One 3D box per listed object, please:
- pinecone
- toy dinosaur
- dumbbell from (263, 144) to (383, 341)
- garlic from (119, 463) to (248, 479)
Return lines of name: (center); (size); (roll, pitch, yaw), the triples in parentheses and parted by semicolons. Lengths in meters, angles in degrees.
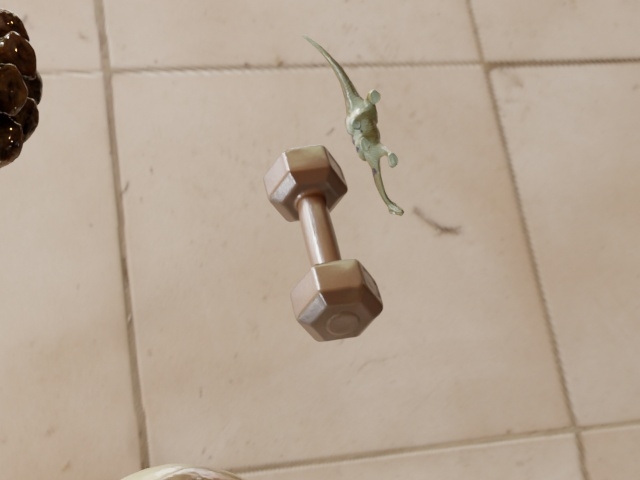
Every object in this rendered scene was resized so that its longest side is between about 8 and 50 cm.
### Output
pinecone: (-0.338, -0.131, 0.933); (0.208, 0.208, 0.207); (5, 67, -12)
toy dinosaur: (0.038, -0.101, 0.931); (0.037, 0.058, 0.180); (-22, 100, -20)
dumbbell: (0.000, 0.000, 1.125); (0.082, 0.092, 0.231); (-28, 48, 14)
garlic: (-0.070, 0.219, 0.725); (0.207, 0.128, 0.115); (43, 84, -21)
